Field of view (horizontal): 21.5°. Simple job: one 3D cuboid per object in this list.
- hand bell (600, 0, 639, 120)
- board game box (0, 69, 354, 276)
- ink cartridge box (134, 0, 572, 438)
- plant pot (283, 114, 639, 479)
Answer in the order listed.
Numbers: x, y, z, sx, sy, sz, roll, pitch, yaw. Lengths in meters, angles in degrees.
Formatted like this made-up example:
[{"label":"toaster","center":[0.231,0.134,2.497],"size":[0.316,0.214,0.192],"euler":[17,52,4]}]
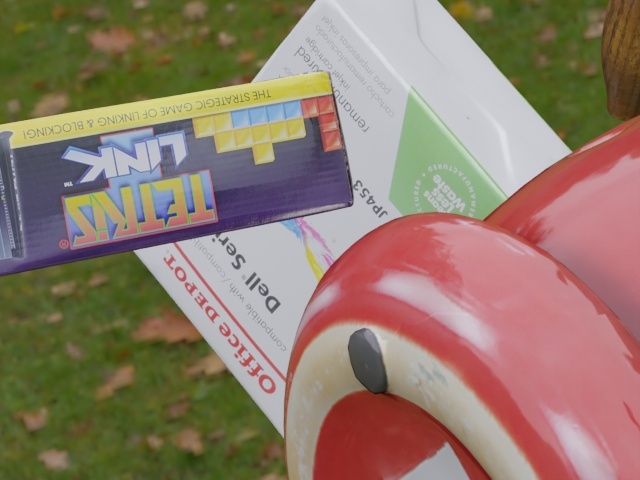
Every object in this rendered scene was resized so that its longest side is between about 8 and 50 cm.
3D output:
[{"label":"hand bell","center":[0.169,-0.163,0.809],"size":[0.126,0.242,0.126],"euler":[2,36,-2]},{"label":"board game box","center":[-0.091,-0.016,0.566],"size":[0.170,0.048,0.141],"euler":[-11,5,-16]},{"label":"ink cartridge box","center":[0.000,0.000,1.246],"size":[0.119,0.207,0.353],"euler":[-24,-20,-52]},{"label":"plant pot","center":[0.099,0.061,0.416],"size":[0.174,0.191,0.191],"euler":[-20,27,-27]}]
